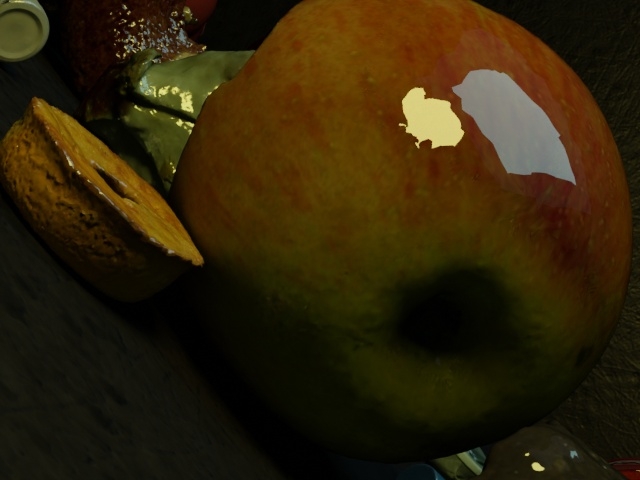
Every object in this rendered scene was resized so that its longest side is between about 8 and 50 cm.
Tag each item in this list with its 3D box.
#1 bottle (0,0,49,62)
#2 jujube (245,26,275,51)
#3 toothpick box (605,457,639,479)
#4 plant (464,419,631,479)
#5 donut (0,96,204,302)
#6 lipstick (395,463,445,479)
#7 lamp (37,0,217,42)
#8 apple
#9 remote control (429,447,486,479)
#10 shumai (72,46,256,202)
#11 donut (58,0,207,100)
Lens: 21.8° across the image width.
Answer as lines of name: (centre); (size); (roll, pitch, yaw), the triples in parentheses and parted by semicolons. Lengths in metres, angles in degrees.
bottle: (-0.282, -0.221, 1.391); (0.060, 0.060, 0.217); (45, 6, -41)
jujube: (0.021, -0.072, 1.939); (0.376, 0.258, 0.258); (60, 4, -5)
toothpick box: (0.302, 0.316, 1.613); (0.204, 0.204, 0.333); (50, 6, 12)
plant: (0.189, 0.258, 1.084); (0.276, 0.199, 0.188); (44, 6, 22)
donut: (-0.145, -0.021, 1.059); (0.152, 0.058, 0.152); (48, 5, -5)
lipstick: (0.120, 0.249, 1.401); (0.158, 0.048, 0.048); (46, 5, -34)
lamp: (-0.198, -0.290, 1.724); (0.227, 0.227, 0.227); (49, 5, -5)
apple: (0.054, -0.008, 1.191); (0.339, 0.339, 0.339); (49, 5, -5)
remote control: (0.110, 0.181, 1.819); (0.104, 0.052, 0.247); (43, 8, -45)
shumai: (-0.114, -0.120, 1.397); (0.142, 0.184, 0.184); (47, 5, -35)
donut: (-0.188, -0.174, 1.573); (0.144, 0.186, 0.126); (12, 8, 7)
